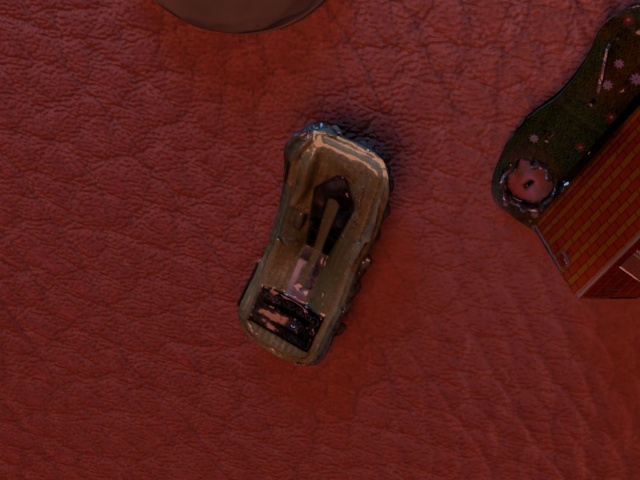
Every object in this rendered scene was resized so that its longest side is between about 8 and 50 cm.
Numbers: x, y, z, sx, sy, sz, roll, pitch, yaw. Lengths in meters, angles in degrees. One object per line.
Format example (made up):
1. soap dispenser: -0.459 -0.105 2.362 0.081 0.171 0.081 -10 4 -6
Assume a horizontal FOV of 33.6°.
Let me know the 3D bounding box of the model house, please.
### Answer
1. model house: 0.296 -0.061 1.039 0.207 0.154 0.294 34 129 -1

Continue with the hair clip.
1. hair clip: 0.000 0.000 1.222 0.138 0.091 0.321 26 129 6

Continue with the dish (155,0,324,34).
1. dish: -0.101 -0.335 1.078 0.303 0.120 0.303 7 117 15
